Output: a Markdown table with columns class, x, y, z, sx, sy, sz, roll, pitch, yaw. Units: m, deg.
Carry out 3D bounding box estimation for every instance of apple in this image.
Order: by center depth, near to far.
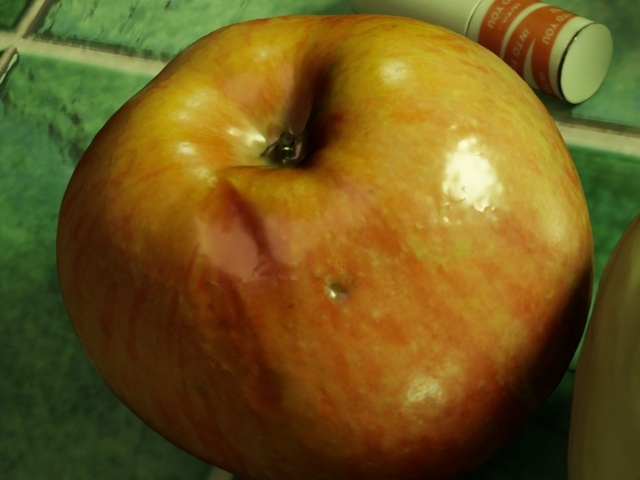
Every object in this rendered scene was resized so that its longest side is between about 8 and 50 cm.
| class | x | y | z | sx | sy | sz | roll | pitch | yaw |
| --- | --- | --- | --- | --- | --- | --- | --- | --- | --- |
| apple | 0.000 | 0.000 | 0.744 | 0.209 | 0.164 | 0.209 | -12 | 52 | 16 |

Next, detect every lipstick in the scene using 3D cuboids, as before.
| class | x | y | z | sx | sy | sz | roll | pitch | yaw |
| --- | --- | --- | --- | --- | --- | --- | --- | --- | --- |
| lipstick | 0.071 | -0.101 | 0.861 | 0.131 | 0.038 | 0.038 | 28 | 73 | 38 |

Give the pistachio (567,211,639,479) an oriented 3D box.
| class | x | y | z | sx | sy | sz | roll | pitch | yaw |
| --- | --- | --- | --- | --- | --- | --- | --- | --- | --- |
| pistachio | 0.150 | 0.072 | 0.642 | 0.144 | 0.144 | 0.215 | -12 | 47 | 19 |
